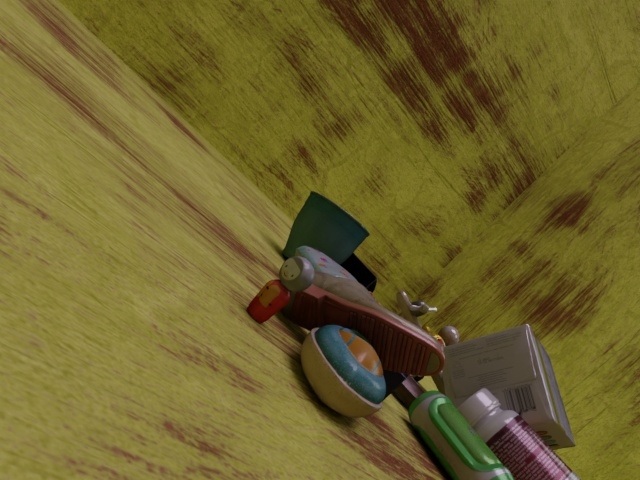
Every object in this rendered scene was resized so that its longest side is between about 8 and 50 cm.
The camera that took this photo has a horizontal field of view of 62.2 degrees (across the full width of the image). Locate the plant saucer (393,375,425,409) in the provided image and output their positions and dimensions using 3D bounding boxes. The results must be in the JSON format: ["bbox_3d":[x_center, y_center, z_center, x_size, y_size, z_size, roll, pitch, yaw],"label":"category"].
[{"bbox_3d":[0.264,0.459,1.671,0.310,0.050,0.310,46,4,-4],"label":"plant saucer"}]

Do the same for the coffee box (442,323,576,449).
[{"bbox_3d":[0.657,0.554,1.887,0.334,0.337,0.338,44,34,-43],"label":"coffee box"}]

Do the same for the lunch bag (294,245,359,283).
[{"bbox_3d":[0.029,0.148,1.584,0.262,0.160,0.223,50,1,-30],"label":"lunch bag"}]

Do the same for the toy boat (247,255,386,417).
[{"bbox_3d":[0.014,0.183,1.001,0.318,0.148,0.267,46,3,1],"label":"toy boat"}]

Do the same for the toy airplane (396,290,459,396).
[{"bbox_3d":[0.446,0.440,2.207,0.384,0.272,0.386,-116,180,-49],"label":"toy airplane"}]

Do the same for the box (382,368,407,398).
[{"bbox_3d":[0.128,0.306,1.294,0.153,0.108,0.207,47,3,14],"label":"box"}]

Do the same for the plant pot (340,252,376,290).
[{"bbox_3d":[0.119,0.185,2.191,0.188,0.187,0.167,47,-8,31],"label":"plant pot"}]

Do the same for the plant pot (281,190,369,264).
[{"bbox_3d":[0.000,0.000,1.970,0.271,0.255,0.271,36,-3,2],"label":"plant pot"}]

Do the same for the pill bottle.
[{"bbox_3d":[0.556,0.644,1.544,0.392,0.224,0.224,48,4,30],"label":"pill bottle"}]

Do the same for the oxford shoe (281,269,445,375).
[{"bbox_3d":[0.100,0.159,1.167,0.396,0.141,0.146,25,39,21],"label":"oxford shoe"}]

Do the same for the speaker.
[{"bbox_3d":[0.339,0.510,1.303,0.131,0.131,0.296,43,4,-39],"label":"speaker"}]
